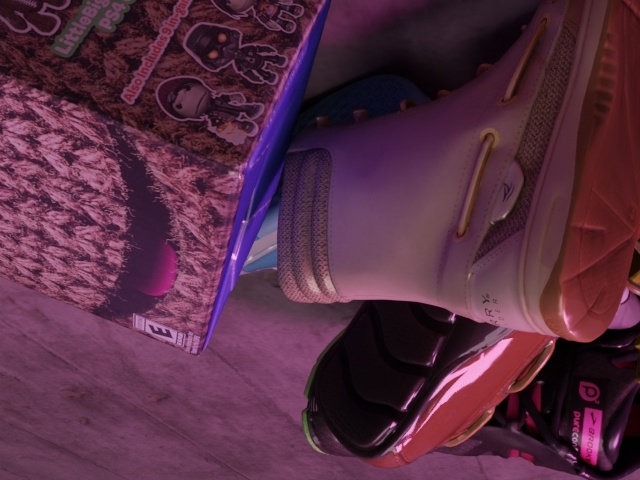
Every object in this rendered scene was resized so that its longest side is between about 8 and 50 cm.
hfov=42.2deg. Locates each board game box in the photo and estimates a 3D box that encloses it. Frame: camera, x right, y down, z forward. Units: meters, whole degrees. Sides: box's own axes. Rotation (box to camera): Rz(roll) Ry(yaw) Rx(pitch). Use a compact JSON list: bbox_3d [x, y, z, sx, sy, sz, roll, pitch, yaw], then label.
[{"bbox_3d":[-0.165,-0.085,0.472,0.291,0.141,0.232,22,150,0],"label":"board game box"}]

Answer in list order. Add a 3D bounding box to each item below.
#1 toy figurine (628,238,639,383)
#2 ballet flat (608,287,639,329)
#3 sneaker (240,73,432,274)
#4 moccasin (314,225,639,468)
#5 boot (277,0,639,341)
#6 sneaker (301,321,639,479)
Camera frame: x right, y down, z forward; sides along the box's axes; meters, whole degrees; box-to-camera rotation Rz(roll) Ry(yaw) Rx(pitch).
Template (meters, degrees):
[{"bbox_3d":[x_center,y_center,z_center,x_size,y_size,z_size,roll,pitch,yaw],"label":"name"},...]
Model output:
[{"bbox_3d":[0.373,-0.027,0.582,0.217,0.191,0.362,-2,152,-3],"label":"toy figurine"},{"bbox_3d":[0.251,0.039,0.822,0.213,0.072,0.068,13,139,-20],"label":"ballet flat"},{"bbox_3d":[0.000,0.000,0.711,0.319,0.127,0.208,-18,144,34],"label":"sneaker"},{"bbox_3d":[0.151,0.006,0.577,0.147,0.139,0.380,13,112,-48],"label":"moccasin"},{"bbox_3d":[0.086,-0.076,0.482,0.204,0.261,0.095,2,157,42],"label":"boot"},{"bbox_3d":[0.220,0.149,0.863,0.483,0.185,0.202,-3,-178,-10],"label":"sneaker"}]
